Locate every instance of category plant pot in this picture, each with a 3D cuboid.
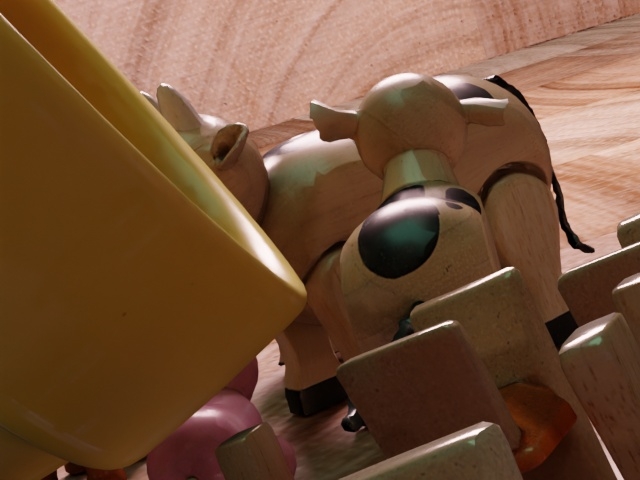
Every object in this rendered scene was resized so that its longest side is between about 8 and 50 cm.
[{"bbox_3d":[-0.173,0.009,0.526,0.239,0.254,0.254,-44,9,1],"label":"plant pot"}]

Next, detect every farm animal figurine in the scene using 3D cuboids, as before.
[{"bbox_3d":[0.000,0.000,0.738,0.330,0.172,0.326,-8,12,44],"label":"farm animal figurine"}]

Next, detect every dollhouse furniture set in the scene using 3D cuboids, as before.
[{"bbox_3d":[0.088,0.076,0.371,0.259,0.135,0.262,-25,3,30],"label":"dollhouse furniture set"}]
